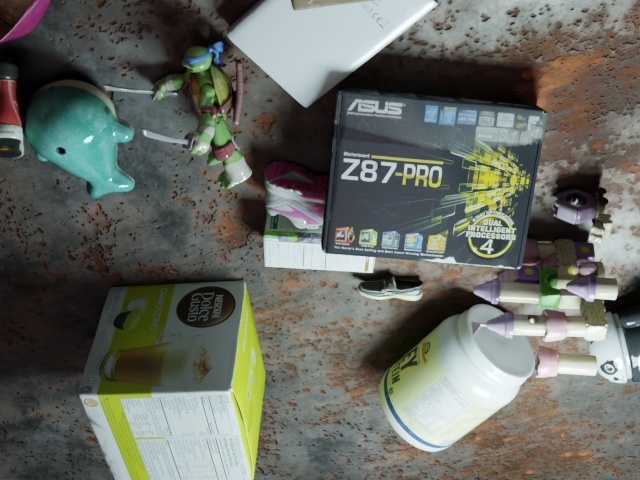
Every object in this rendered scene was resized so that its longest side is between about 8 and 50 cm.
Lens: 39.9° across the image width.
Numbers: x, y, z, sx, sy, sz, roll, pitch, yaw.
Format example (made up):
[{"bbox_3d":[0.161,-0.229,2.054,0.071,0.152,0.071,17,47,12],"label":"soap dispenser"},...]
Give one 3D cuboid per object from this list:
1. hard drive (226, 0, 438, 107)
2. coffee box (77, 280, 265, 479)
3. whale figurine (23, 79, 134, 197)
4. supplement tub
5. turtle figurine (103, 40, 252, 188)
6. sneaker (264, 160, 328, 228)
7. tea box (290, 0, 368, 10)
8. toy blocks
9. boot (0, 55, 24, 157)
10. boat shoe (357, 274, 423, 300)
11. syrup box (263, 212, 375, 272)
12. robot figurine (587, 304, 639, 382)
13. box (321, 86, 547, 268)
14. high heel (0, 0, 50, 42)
[{"bbox_3d":[0.018,-0.399,1.567,0.319,0.040,0.210,-34,121,29],"label":"hard drive"},{"bbox_3d":[-0.320,0.329,2.043,0.334,0.337,0.338,-3,131,5],"label":"coffee box"},{"bbox_3d":[-0.468,-0.178,1.729,0.216,0.141,0.272,-10,131,12],"label":"whale figurine"},{"bbox_3d":[0.316,0.320,2.063,0.235,0.235,0.325,28,128,-20],"label":"supplement tub"},{"bbox_3d":[-0.251,-0.216,1.651,0.198,0.274,0.266,18,147,36],"label":"turtle figurine"},{"bbox_3d":[-0.003,-0.077,1.828,0.252,0.103,0.111,18,135,-4],"label":"sneaker"},{"bbox_3d":[0.101,-0.539,1.288,0.329,0.220,0.323,-6,122,9],"label":"tea box"},{"bbox_3d":[0.443,0.084,1.816,0.260,0.288,0.309,3,133,6],"label":"toy blocks"},{"bbox_3d":[-0.621,-0.258,1.714,0.088,0.176,0.244,-2,173,-26],"label":"boot"},{"bbox_3d":[0.160,0.103,2.005,0.152,0.056,0.049,2,128,-11],"label":"boat shoe"},{"bbox_3d":[0.000,0.000,1.891,0.237,0.093,0.096,3,132,1],"label":"syrup box"},{"bbox_3d":[0.749,0.230,1.994,0.278,0.173,0.209,-12,98,14],"label":"robot figurine"},{"bbox_3d":[0.210,-0.118,1.698,0.395,0.097,0.318,6,106,-2],"label":"box"},{"bbox_3d":[-0.446,-0.489,1.421,0.127,0.181,0.377,20,130,-14],"label":"high heel"}]
